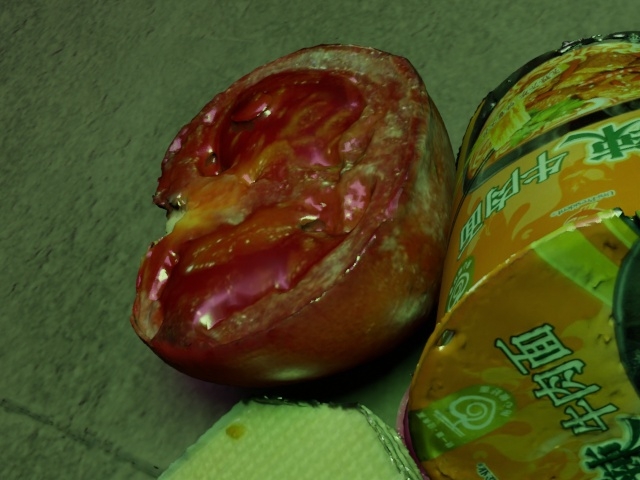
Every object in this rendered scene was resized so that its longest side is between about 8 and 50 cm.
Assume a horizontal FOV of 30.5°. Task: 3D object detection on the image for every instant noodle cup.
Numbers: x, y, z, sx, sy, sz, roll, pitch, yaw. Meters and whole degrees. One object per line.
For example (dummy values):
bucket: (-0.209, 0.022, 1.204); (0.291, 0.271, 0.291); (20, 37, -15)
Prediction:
instant noodle cup: (0.156, 0.019, 0.565); (0.230, 0.230, 0.182); (-17, 35, 16)

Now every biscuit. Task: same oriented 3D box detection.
biscuit: (0.002, 0.177, 0.606); (0.147, 0.046, 0.250); (-44, 43, 10)

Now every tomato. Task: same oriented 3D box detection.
tomato: (0.000, 0.000, 0.714); (0.200, 0.139, 0.233); (-13, 49, 33)

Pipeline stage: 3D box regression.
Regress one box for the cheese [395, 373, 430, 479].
cheese: (0.075, 0.115, 0.643); (0.095, 0.038, 0.145); (15, 68, 39)
